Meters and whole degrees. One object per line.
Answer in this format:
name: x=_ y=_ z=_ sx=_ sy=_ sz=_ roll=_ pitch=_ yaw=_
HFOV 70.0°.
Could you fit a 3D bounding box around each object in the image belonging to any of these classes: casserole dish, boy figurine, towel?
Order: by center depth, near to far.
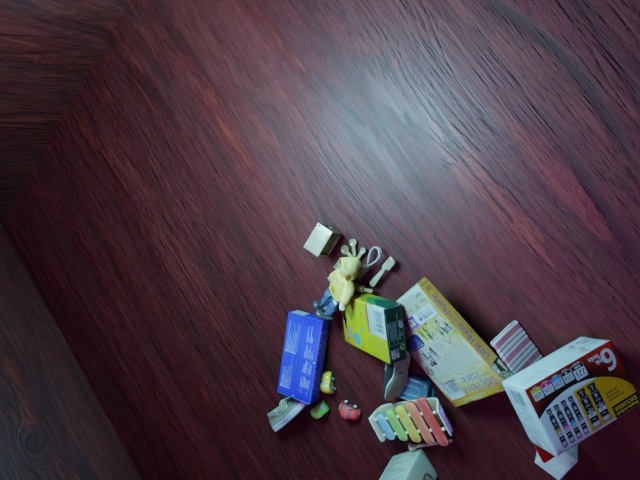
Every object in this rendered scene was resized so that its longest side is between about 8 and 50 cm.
towel: x=0.639 y=0.373 z=1.467 sx=0.197 sy=0.144 sz=0.029 roll=58 pitch=148 yaw=8
boy figurine: x=0.068 y=0.179 z=1.711 sx=0.177 sy=0.092 sz=0.285 roll=-107 pitch=35 yaw=-45
casserole dish: x=0.335 y=0.559 z=1.737 sx=0.188 sy=0.037 sz=0.114 roll=11 pitch=105 yaw=28

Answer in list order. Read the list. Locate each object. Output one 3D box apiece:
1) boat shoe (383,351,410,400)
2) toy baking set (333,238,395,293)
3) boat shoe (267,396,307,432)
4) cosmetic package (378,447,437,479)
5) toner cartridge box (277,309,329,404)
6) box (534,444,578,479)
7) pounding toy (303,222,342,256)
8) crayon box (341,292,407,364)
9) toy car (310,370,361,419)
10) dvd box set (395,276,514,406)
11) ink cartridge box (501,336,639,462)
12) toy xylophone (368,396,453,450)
boat shoe: x=0.275 y=0.491 z=1.706 sx=0.079 sy=0.084 sz=0.233 roll=-136 pitch=49 yaw=-57
toy baking set: x=0.153 y=0.104 z=1.727 sx=0.256 sy=0.030 sz=0.197 roll=18 pitch=107 yaw=35
boat shoe: x=-0.145 y=0.742 z=2.012 sx=0.094 sy=0.109 sz=0.302 roll=50 pitch=122 yaw=14
cosmetic package: x=0.302 y=0.917 z=1.680 sx=0.153 sy=0.296 sz=0.129 roll=-35 pitch=83 yaw=32
toner cartridge box: x=-0.071 y=0.478 z=1.896 sx=0.165 sy=0.075 sz=0.348 roll=12 pitch=96 yaw=29
box: x=0.763 y=0.689 z=1.479 sx=0.087 sy=0.101 sz=0.102 roll=35 pitch=115 yaw=20
pounding toy: x=0.000 y=0.000 z=1.768 sx=0.100 sy=0.141 sz=0.130 roll=35 pitch=101 yaw=19
crayon box: x=0.185 y=0.306 z=1.685 sx=0.318 sy=0.081 sz=0.202 roll=9 pitch=109 yaw=62
toy car: x=0.028 y=0.697 z=1.931 sx=0.239 sy=0.053 sz=0.225 roll=51 pitch=119 yaw=12
dvd box set: x=0.412 y=0.354 z=1.560 sx=0.420 sy=0.062 sz=0.308 roll=49 pitch=147 yaw=13
ink cartridge box: x=0.744 y=0.475 z=1.335 sx=0.309 sy=0.130 sz=0.272 roll=-26 pitch=87 yaw=-10
toy xylophone: x=0.355 y=0.691 z=1.700 sx=0.322 sy=0.081 sz=0.236 roll=-34 pitch=92 yaw=36
